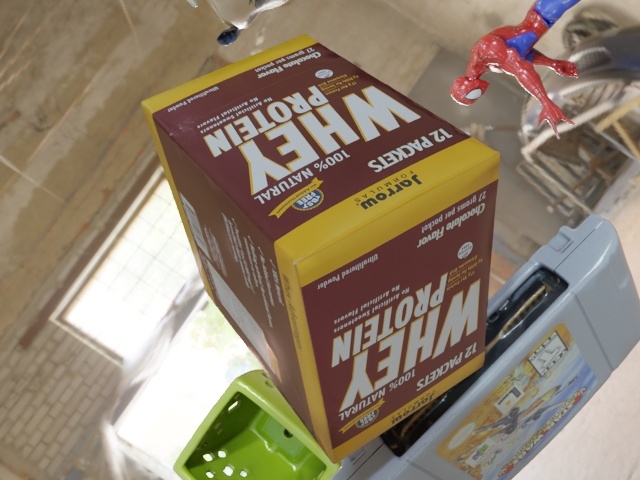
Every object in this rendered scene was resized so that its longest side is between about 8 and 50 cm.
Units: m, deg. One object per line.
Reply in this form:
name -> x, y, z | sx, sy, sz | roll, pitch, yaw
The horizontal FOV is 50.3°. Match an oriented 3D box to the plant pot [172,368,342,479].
plant pot -> -0.081, 0.359, 1.203 | 0.228, 0.227, 0.207 | -54, -10, 17

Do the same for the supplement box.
supplement box -> 0.000, 0.000, 0.457 | 0.129, 0.194, 0.191 | -28, -44, -19

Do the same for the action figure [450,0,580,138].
action figure -> 0.268, -0.219, 0.707 | 0.280, 0.139, 0.091 | -40, 5, 14

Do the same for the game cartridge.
game cartridge -> 0.159, 0.133, 0.588 | 0.297, 0.198, 0.062 | -46, 44, 1

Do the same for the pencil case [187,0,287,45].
pencil case -> 0.051, -0.331, 0.598 | 0.411, 0.160, 0.183 | -22, 49, 14
